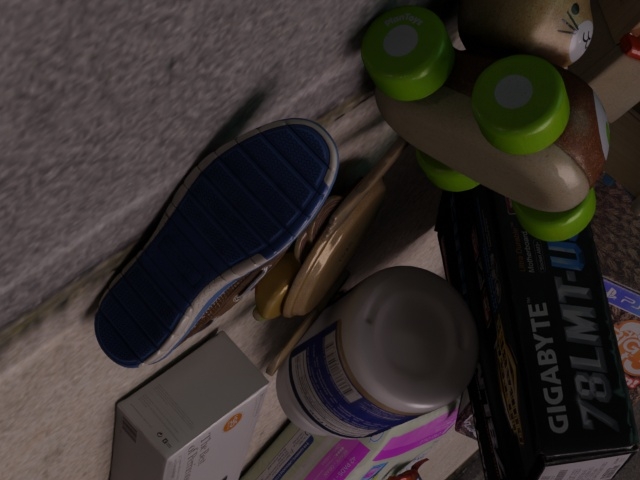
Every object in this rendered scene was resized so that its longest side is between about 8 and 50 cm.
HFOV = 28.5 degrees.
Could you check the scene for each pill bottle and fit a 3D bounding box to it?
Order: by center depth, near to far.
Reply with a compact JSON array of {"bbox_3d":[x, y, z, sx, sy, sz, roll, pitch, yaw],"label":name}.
[{"bbox_3d":[0.035,0.098,1.000,0.112,0.112,0.186,-36,179,-29],"label":"pill bottle"}]

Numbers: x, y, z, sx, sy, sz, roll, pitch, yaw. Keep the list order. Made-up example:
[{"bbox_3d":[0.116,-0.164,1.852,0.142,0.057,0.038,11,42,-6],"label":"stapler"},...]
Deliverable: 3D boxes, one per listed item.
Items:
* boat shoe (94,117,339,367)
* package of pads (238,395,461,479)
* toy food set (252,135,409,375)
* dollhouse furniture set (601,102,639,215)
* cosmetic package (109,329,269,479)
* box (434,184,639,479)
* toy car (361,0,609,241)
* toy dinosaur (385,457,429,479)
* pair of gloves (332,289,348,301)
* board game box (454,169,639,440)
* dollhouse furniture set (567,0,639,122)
[{"bbox_3d":[-0.054,-0.002,0.715,0.183,0.066,0.066,-41,170,21],"label":"boat shoe"},{"bbox_3d":[0.035,0.238,1.397,0.229,0.101,0.296,-50,162,14],"label":"package of pads"},{"bbox_3d":[0.000,0.000,0.879,0.132,0.038,0.192,-50,169,-39],"label":"toy food set"},{"bbox_3d":[0.260,-0.062,1.186,0.129,0.129,0.184,-26,153,-48],"label":"dollhouse furniture set"},{"bbox_3d":[-0.107,0.170,0.977,0.099,0.060,0.239,-37,161,-29],"label":"cosmetic package"},{"bbox_3d":[0.153,0.059,0.969,0.073,0.296,0.293,-6,158,-3],"label":"box"},{"bbox_3d":[0.136,-0.123,0.767,0.188,0.149,0.155,-56,152,-9],"label":"toy car"},{"bbox_3d":[0.090,0.259,1.377,0.082,0.047,0.090,85,16,-56],"label":"toy dinosaur"},{"bbox_3d":[0.015,0.071,1.121,0.074,0.010,0.083,-53,161,23],"label":"pair of gloves"},{"bbox_3d":[0.284,0.072,1.376,0.232,0.141,0.291,-70,-174,-47],"label":"board game box"},{"bbox_3d":[0.312,-0.132,0.964,0.259,0.262,0.135,17,136,-30],"label":"dollhouse furniture set"}]
